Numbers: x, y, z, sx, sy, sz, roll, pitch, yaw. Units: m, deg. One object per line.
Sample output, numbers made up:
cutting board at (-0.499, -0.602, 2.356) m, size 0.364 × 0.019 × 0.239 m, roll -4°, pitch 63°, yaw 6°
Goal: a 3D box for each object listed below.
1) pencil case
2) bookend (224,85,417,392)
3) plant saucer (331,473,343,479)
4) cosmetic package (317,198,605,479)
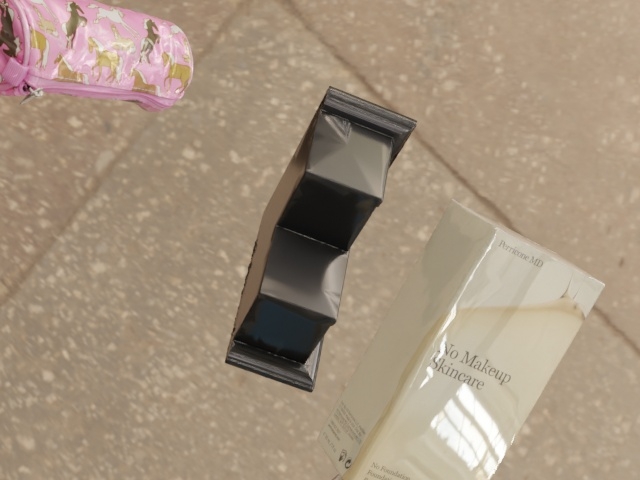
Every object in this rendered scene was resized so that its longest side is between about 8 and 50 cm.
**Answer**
pencil case at (-0.360, -0.286, 1.687) m, size 0.386 × 0.160 × 0.167 m, roll -6°, pitch 108°, yaw -58°
bookend at (0.000, 0.000, 0.814) m, size 0.072 × 0.157 × 0.156 m, roll 20°, pitch 47°, yaw -10°
plant saucer at (0.030, 0.333, 1.394) m, size 0.311 × 0.310 × 0.050 m, roll -40°, pitch 76°, yaw -15°
cosmetic package at (0.146, 0.133, 1.183) m, size 0.160 × 0.113 × 0.309 m, roll 24°, pitch 99°, yaw -24°
